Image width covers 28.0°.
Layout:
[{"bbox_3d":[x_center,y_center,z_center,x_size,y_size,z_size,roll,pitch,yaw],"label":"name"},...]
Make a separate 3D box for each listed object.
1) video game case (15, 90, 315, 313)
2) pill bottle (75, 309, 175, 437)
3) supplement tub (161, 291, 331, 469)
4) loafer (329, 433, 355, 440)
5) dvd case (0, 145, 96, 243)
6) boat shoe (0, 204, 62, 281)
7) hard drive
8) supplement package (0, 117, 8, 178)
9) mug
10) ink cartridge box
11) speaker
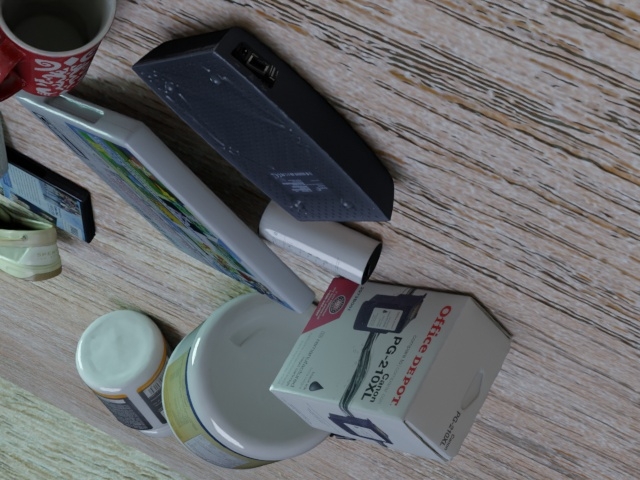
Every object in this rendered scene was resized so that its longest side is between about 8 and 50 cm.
[{"bbox_3d":[-0.186,-0.055,1.528,0.300,0.036,0.329,24,162,51],"label":"video game case"},{"bbox_3d":[-0.329,0.252,2.342,0.162,0.162,0.278,22,158,22],"label":"pill bottle"},{"bbox_3d":[-0.102,0.208,1.830,0.228,0.228,0.316,33,160,-7],"label":"supplement tub"},{"bbox_3d":[-0.020,0.270,2.054,0.302,0.095,0.109,23,159,19],"label":"loafer"},{"bbox_3d":[-0.450,-0.092,1.904,0.253,0.022,0.180,29,159,4],"label":"dvd case"},{"bbox_3d":[-0.549,-0.021,2.118,0.302,0.109,0.098,19,117,30],"label":"boat shoe"},{"bbox_3d":[-0.049,-0.110,1.257,0.254,0.054,0.172,42,157,-29],"label":"hard drive"},{"bbox_3d":[-0.565,-0.108,1.731,0.194,0.203,0.149,26,149,9],"label":"supplement package"},{"bbox_3d":[-0.281,-0.202,1.251,0.113,0.150,0.169,66,163,3],"label":"mug"},{"bbox_3d":[0.081,0.147,1.512,0.237,0.172,0.100,6,148,49],"label":"ink cartridge box"},{"bbox_3d":[0.000,0.000,1.448,0.136,0.055,0.055,25,159,15],"label":"speaker"}]
